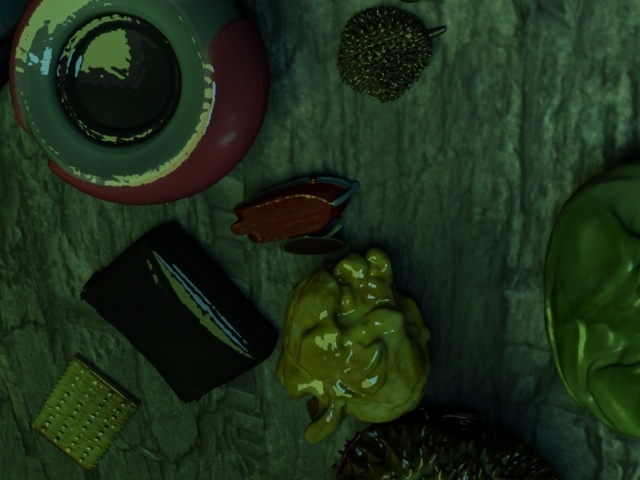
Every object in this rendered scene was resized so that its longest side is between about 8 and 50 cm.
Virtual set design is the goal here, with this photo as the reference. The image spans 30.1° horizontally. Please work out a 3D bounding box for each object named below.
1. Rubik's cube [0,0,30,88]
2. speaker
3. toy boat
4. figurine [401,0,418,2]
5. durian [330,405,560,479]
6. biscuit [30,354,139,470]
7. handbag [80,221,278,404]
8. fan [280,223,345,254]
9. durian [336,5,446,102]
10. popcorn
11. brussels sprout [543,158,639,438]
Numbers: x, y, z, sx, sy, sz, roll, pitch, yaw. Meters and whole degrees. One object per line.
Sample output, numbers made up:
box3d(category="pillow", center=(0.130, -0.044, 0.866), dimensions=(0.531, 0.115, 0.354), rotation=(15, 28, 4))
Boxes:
box3d(category="Rubik's cube", center=(-0.550, -0.270, 1.429), dimensions=(0.316, 0.318, 0.313), rotation=(49, 141, -9))
box3d(category="speaker", center=(-0.209, -0.193, 1.355), dimensions=(0.294, 0.294, 0.294), rotation=(14, 127, 20))
box3d(category="toy boat", center=(-0.031, -0.043, 1.500), dimensions=(0.173, 0.058, 0.069), rotation=(-15, 114, 28))
box3d(category="figurine", center=(0.112, -0.305, 1.245), dimensions=(0.072, 0.054, 0.129), rotation=(46, 129, -2))
box3d(category="durian", center=(0.151, 0.380, 1.537), dimensions=(0.348, 0.347, 0.384), rotation=(25, 164, 12))
box3d(category="biscuit", center=(-0.387, 0.287, 1.944), dimensions=(0.139, 0.016, 0.231), rotation=(38, 131, 1))
box3d(category="handbag", center=(-0.208, 0.114, 1.687), dimensions=(0.247, 0.080, 0.223), rotation=(48, 131, -8))
box3d(category="fan", center=(0.000, 0.000, 1.496), dimensions=(0.085, 0.005, 0.133), rotation=(5, 162, -22))
box3d(category="durian", center=(0.074, -0.204, 1.326), dimensions=(0.140, 0.071, 0.110), rotation=(-19, 111, 31))
box3d(category="popcorn", center=(0.047, 0.140, 1.507), dimensions=(0.190, 0.191, 0.253), rotation=(5, 133, -15))
box3d(category="brussels sprout", center=(0.378, 0.065, 1.235), dimensions=(0.328, 0.247, 0.328), rotation=(23, 133, 27))
